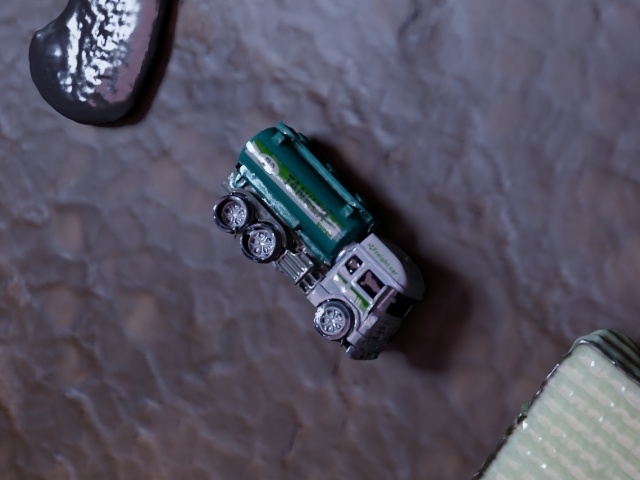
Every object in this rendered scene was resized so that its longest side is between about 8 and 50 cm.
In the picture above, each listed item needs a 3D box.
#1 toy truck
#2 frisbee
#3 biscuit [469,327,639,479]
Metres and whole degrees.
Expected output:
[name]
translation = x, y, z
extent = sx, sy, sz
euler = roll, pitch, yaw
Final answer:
[toy truck]
translation = 0.000, 0.000, 0.695
extent = 0.044, 0.039, 0.083
euler = -47, 71, 8
[frisbee]
translation = -0.059, -0.157, 0.727
extent = 0.211, 0.012, 0.187
euler = -38, 76, 26
[biscuit]
translation = 0.078, 0.140, 0.664
extent = 0.121, 0.040, 0.199
euler = 41, 112, 16
